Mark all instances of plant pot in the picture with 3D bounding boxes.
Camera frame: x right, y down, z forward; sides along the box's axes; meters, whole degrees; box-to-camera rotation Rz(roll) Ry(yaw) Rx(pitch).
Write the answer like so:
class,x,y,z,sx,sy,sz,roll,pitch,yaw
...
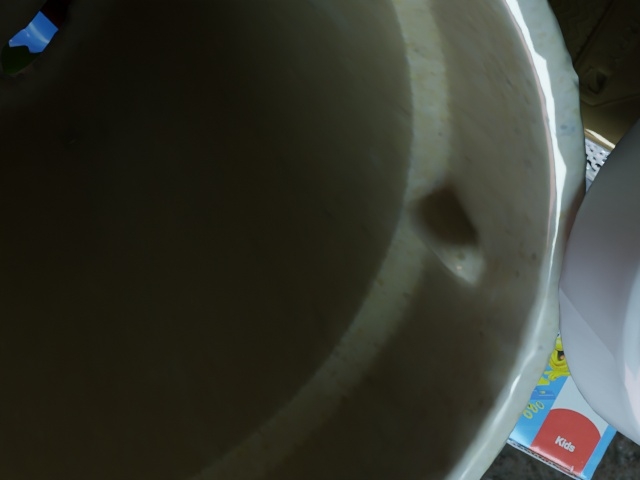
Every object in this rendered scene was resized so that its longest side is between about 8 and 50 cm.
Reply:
class,x,y,z,sx,sy,sz,roll,pitch,yaw
plant pot,-0.129,-0.054,0.638,0.333,0.334,0.305,28,-163,-34

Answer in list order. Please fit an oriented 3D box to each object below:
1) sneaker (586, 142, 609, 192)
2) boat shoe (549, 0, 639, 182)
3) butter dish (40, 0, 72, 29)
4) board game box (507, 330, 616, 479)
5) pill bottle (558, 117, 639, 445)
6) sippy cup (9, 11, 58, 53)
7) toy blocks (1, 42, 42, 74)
class,x,y,z,sx,sy,sz,roll,pitch,yaw
sneaker,0.139,-0.056,1.009,0.321,0.125,0.180,42,-169,20
boat shoe,0.149,-0.038,0.670,0.277,0.098,0.096,38,-178,-7
butter dish,-0.118,-0.209,1.268,0.160,0.118,0.160,-15,-152,-20
board game box,0.000,0.000,1.083,0.302,0.086,0.308,28,-179,-14
pill bottle,0.201,0.051,0.476,0.169,0.169,0.301,27,-178,-38
sippy cup,-0.264,-0.250,1.513,0.224,0.240,0.305,18,-163,32
toy blocks,-0.278,-0.168,1.280,0.190,0.381,0.261,-10,-144,-9
